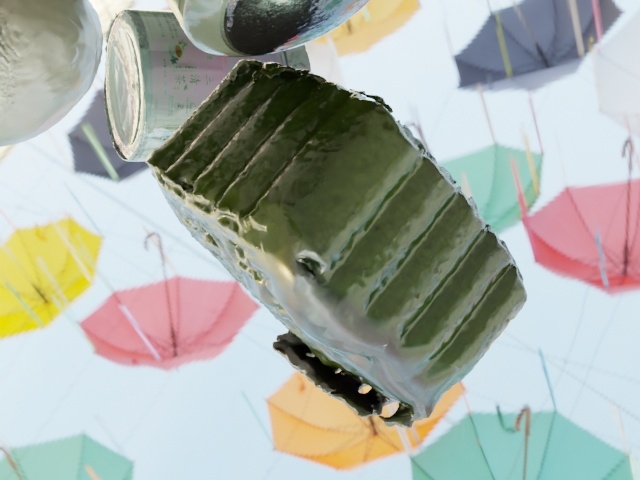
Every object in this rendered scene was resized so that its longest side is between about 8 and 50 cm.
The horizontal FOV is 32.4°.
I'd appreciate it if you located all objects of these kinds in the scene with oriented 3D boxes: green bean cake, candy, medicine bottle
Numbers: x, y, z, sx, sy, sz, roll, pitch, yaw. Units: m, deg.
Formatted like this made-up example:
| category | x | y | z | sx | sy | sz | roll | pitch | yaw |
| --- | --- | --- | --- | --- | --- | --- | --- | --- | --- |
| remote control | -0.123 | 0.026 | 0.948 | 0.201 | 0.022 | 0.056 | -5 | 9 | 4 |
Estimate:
| category | x | y | z | sx | sy | sz | roll | pitch | yaw |
| --- | --- | --- | --- | --- | --- | --- | --- | --- | --- |
| green bean cake | 0.000 | 0.000 | 1.111 | 0.218 | 0.319 | 0.335 | -50 | -148 | -12 |
| candy | -0.348 | -0.177 | 1.058 | 0.296 | 0.295 | 0.185 | -7 | -88 | 17 |
| medicine bottle | -0.183 | -0.250 | 1.787 | 0.290 | 0.245 | 0.245 | -4 | -139 | -25 |

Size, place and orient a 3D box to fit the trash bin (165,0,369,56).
| category | x | y | z | sx | sy | sz | roll | pitch | yaw |
| --- | --- | --- | --- | --- | --- | --- | --- | --- | --- |
| trash bin | -0.102 | -0.383 | 1.057 | 0.280 | 0.280 | 0.432 | -37 | -105 | -10 |
